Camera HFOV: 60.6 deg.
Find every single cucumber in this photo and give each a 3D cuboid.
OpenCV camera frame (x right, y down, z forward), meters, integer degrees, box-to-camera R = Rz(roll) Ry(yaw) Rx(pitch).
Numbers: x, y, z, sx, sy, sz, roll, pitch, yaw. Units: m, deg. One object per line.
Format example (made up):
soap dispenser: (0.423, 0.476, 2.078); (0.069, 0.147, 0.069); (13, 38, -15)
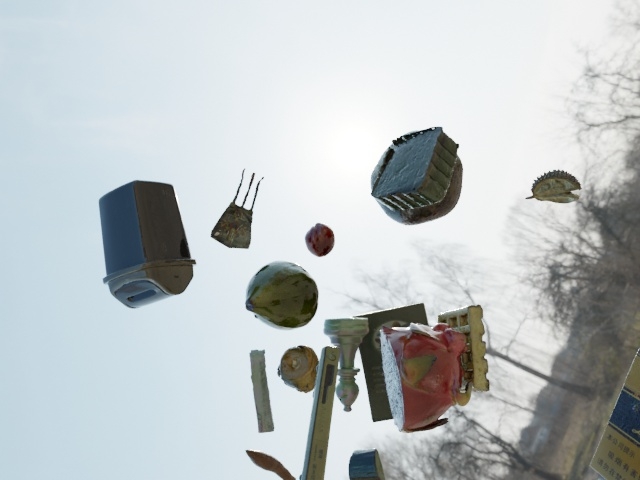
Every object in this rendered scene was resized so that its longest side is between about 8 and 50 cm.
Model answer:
cucumber: (0.145, 0.739, 1.767); (0.062, 0.115, 0.116); (-6, -101, -59)

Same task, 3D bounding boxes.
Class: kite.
kite: (-0.242, -0.094, 1.671); (0.141, 0.015, 0.245); (21, -91, -39)

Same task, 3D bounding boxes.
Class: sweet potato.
sweet potato: (-0.175, 0.799, 1.953); (0.264, 0.057, 0.057); (43, -110, -33)

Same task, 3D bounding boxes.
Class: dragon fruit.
dragon fruit: (0.298, 0.366, 1.520); (0.305, 0.226, 0.305); (172, 90, -84)

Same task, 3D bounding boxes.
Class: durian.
durian: (0.606, -0.142, 1.433); (0.110, 0.140, 0.071); (54, -141, -30)

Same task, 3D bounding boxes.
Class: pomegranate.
pomegranate: (0.274, -0.172, 1.585); (0.340, 0.285, 0.285); (-27, -46, -70)

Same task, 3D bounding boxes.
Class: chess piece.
chess piece: (0.077, 0.365, 1.613); (0.139, 0.139, 0.272); (21, -113, -62)

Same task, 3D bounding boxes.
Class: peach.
peach: (0.001, 0.000, 1.687); (0.101, 0.101, 0.101); (-39, -39, -42)

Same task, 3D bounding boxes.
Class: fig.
fig: (-0.119, 0.157, 1.493); (0.225, 0.203, 0.203); (-17, -56, -45)

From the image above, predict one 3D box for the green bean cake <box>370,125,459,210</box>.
green bean cake: (0.224, -0.161, 1.283); (0.094, 0.173, 0.181); (33, -114, -31)

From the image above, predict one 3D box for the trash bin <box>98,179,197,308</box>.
trash bin: (-0.433, 0.011, 1.355); (0.182, 0.209, 0.290); (-1, -105, -54)

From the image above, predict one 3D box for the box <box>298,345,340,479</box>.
box: (-0.005, 0.363, 1.036); (0.211, 0.045, 0.270); (97, -178, -50)

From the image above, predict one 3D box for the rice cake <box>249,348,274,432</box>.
rice cake: (-0.143, 0.365, 1.327); (0.034, 0.043, 0.211); (-132, 35, -77)

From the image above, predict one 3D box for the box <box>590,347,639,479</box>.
box: (0.564, 0.319, 0.908); (0.070, 0.152, 0.237); (13, -80, -16)

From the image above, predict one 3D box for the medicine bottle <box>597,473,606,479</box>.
medicine bottle: (0.868, 0.552, 1.247); (0.242, 0.395, 0.242); (-31, -48, -43)

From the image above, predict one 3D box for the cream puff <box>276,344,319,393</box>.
cream puff: (-0.051, 0.352, 1.491); (0.119, 0.133, 0.104); (-39, -33, -7)

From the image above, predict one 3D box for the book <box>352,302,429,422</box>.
book: (0.269, 0.420, 1.896); (0.043, 0.260, 0.371); (44, -145, -75)

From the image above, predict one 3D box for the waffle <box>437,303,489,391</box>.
waffle: (0.421, 0.326, 1.639); (0.221, 0.055, 0.248); (131, 140, -70)
